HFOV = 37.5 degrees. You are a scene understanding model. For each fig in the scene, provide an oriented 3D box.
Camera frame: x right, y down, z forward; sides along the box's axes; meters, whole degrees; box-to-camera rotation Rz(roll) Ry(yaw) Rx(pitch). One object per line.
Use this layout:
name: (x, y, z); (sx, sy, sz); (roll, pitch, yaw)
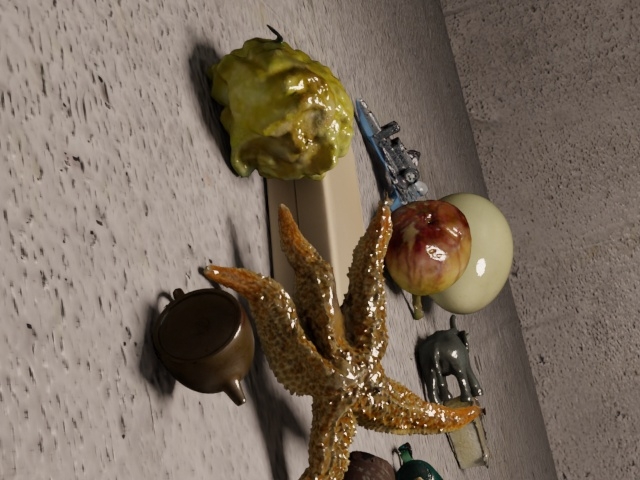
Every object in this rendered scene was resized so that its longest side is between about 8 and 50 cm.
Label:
fig: (0.181, 0.048, 1.566); (0.160, 0.143, 0.231); (-36, 121, -40)

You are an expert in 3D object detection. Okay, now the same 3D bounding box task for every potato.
potato: (0.264, 0.346, 1.696); (0.086, 0.061, 0.122); (-70, 144, -63)

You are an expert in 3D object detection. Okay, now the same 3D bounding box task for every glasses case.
glasses case: (0.000, 0.000, 1.115); (0.144, 0.076, 0.337); (48, 31, -55)

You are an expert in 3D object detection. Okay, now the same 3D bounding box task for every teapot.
teapot: (-0.092, 0.083, 0.760); (0.121, 0.076, 0.068); (50, -15, 42)

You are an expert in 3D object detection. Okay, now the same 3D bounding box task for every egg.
egg: (0.266, 0.025, 1.769); (0.254, 0.188, 0.189); (-82, 152, -43)

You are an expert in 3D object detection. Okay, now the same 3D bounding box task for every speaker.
speaker: (0.128, 0.327, 1.300); (0.094, 0.060, 0.075); (42, -8, 41)

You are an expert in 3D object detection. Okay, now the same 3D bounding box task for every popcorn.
popcorn: (-0.042, -0.148, 1.018); (0.173, 0.142, 0.174); (27, 42, -28)

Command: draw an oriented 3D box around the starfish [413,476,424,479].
starfish: (0.075, 0.357, 0.970); (0.138, 0.050, 0.248); (-73, 167, -50)

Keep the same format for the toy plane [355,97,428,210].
toy plane: (0.129, -0.155, 1.674); (0.169, 0.078, 0.246); (-80, 150, -55)

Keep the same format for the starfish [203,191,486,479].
starfish: (0.030, 0.094, 0.933); (0.301, 0.084, 0.294); (-19, 92, -33)

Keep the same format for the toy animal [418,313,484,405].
toy animal: (0.234, 0.218, 1.675); (0.269, 0.082, 0.137); (-18, 94, -73)

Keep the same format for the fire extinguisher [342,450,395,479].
fire extinguisher: (0.033, 0.305, 0.925); (0.072, 0.089, 0.268); (56, 21, -13)
